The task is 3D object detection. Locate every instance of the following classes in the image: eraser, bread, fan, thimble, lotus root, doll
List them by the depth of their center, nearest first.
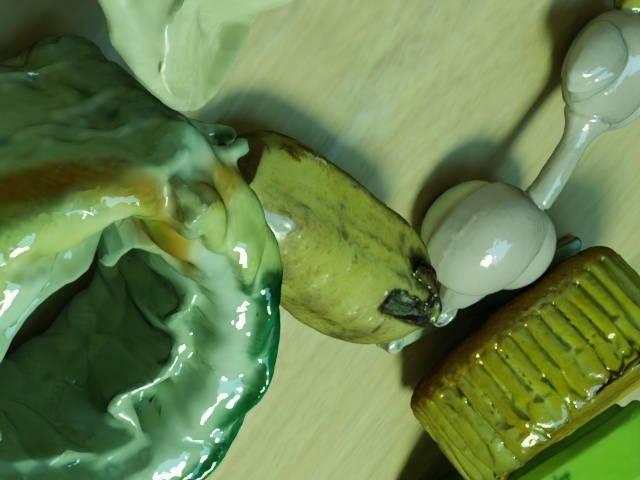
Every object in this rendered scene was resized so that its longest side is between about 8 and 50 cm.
[{"bbox_3d":[-0.148,0.039,0.609,0.254,0.167,0.288,-7,128,-45],"label":"thimble"},{"bbox_3d":[0.000,0.000,0.797,0.258,0.097,0.110,39,56,-47],"label":"lotus root"},{"bbox_3d":[0.201,-0.074,0.946,0.365,0.094,0.160,-54,155,9],"label":"doll"},{"bbox_3d":[0.215,0.124,1.067,0.253,0.142,0.227,-33,168,-6],"label":"bread"},{"bbox_3d":[0.163,0.051,1.084,0.282,0.023,0.057,-19,141,-38],"label":"fan"},{"bbox_3d":[0.232,0.272,1.222,0.274,0.092,0.210,-21,176,-31],"label":"eraser"}]

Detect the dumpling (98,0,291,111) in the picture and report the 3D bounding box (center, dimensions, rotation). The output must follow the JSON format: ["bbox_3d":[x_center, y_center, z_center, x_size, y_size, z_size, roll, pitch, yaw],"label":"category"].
[{"bbox_3d":[-0.034,-0.234,0.521,0.243,0.187,0.318,-64,178,-63],"label":"dumpling"}]
